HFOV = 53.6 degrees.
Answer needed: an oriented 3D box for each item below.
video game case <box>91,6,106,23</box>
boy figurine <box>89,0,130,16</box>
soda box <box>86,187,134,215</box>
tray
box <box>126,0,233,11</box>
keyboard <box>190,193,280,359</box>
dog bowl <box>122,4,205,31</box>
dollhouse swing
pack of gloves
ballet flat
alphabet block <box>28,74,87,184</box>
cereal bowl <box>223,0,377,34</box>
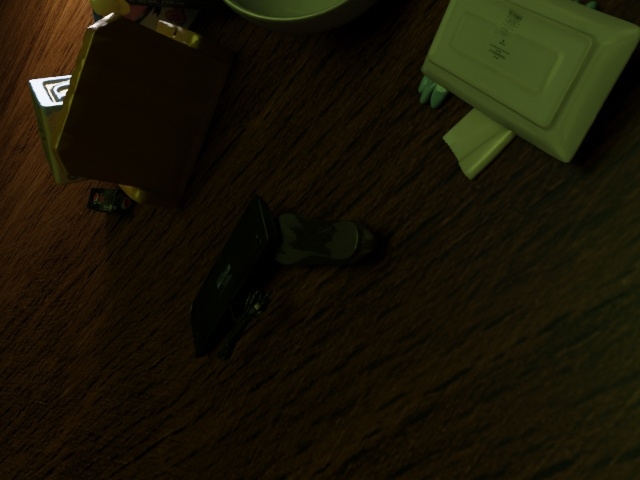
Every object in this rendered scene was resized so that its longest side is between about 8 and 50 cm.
[{"bbox_3d":[-0.493,-0.418,1.520,0.204,0.025,0.285,56,154,33],"label":"video game case"},{"bbox_3d":[-0.425,-0.616,1.335,0.177,0.092,0.285,161,117,-76],"label":"boy figurine"},{"bbox_3d":[-0.519,-0.096,1.564,0.168,0.053,0.060,8,85,50],"label":"soda box"},{"bbox_3d":[0.207,-0.209,0.704,0.270,0.030,0.145,51,127,46],"label":"tray"},{"bbox_3d":[-0.290,-0.590,1.107,0.293,0.395,0.212,10,85,16],"label":"box"},{"bbox_3d":[-0.144,0.092,1.054,0.317,0.033,0.202,-56,36,36],"label":"keyboard"},{"bbox_3d":[-0.385,-0.666,1.505,0.408,0.150,0.408,-18,66,46],"label":"dog bowl"},{"bbox_3d":[-0.390,-0.283,1.276,0.315,0.304,0.347,36,108,48],"label":"dollhouse swing"},{"bbox_3d":[0.207,-0.222,0.756,0.232,0.046,0.195,-48,48,29],"label":"pack of gloves"},{"bbox_3d":[0.000,0.000,0.933,0.249,0.058,0.084,0,84,55],"label":"ballet flat"},{"bbox_3d":[-0.571,-0.273,1.522,0.193,0.192,0.197,48,144,47],"label":"alphabet block"},{"bbox_3d":[-0.014,-0.469,0.968,0.338,0.141,0.339,-2,83,19],"label":"cereal bowl"}]
